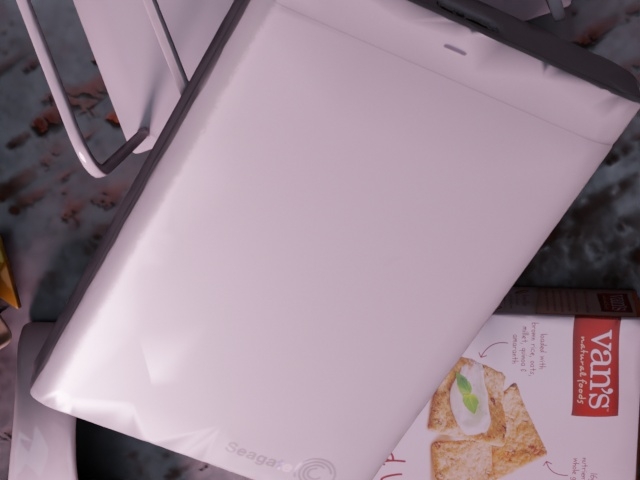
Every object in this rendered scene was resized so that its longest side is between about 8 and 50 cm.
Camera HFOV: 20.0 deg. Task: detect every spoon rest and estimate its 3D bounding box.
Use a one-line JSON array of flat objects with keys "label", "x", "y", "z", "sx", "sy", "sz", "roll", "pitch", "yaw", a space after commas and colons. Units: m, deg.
[{"label": "spoon rest", "x": -0.164, "y": 0.193, "z": 1.134, "sx": 0.137, "sy": 0.084, "sz": 0.276, "roll": 1, "pitch": 103, "yaw": 6}]

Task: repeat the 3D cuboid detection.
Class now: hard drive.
[{"label": "hard drive", "x": 0.000, "y": 0.000, "z": 0.957, "sx": 0.203, "sy": 0.040, "sz": 0.307, "roll": 22, "pitch": 121, "yaw": -18}]

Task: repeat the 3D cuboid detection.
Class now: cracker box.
[{"label": "cracker box", "x": 0.075, "y": 0.108, "z": 1.098, "sx": 0.232, "sy": 0.067, "sz": 0.155, "roll": 1, "pitch": 104, "yaw": 5}]

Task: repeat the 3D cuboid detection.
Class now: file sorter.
[{"label": "file sorter", "x": -0.023, "y": -0.167, "z": 0.989, "sx": 0.278, "sy": 0.173, "sz": 0.192, "roll": -18, "pitch": 100, "yaw": 10}]

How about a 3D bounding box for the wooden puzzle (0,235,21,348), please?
[{"label": "wooden puzzle", "x": -0.235, "y": 0.046, "z": 1.139, "sx": 0.116, "sy": 0.014, "sz": 0.078, "roll": -22, "pitch": 97, "yaw": 17}]
